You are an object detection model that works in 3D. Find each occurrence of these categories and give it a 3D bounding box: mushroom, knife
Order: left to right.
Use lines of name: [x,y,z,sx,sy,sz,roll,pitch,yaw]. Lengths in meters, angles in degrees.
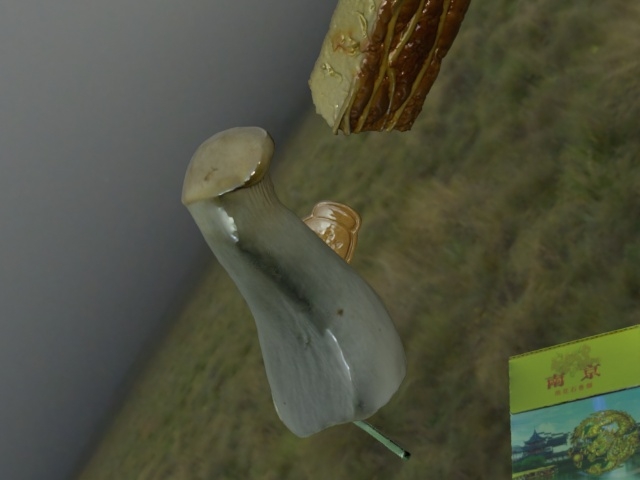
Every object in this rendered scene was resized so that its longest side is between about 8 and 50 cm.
mushroom: [-0.036,0.047,1.023,0.159,0.329,0.122,-28,20,6]
knife: [0.014,0.188,1.204,0.020,0.043,0.293,-54,37,-6]

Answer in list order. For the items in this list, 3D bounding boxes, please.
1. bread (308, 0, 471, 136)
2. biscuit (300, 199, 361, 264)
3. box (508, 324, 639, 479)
bread: [0.102,-0.292,1.492,0.184,0.114,0.275,-9,-50,-45]
biscuit: [0.000,0.001,1.671,0.023,0.118,0.140,-66,-11,-70]
box: [0.321,0.270,1.241,0.187,0.047,0.335,-20,45,31]
